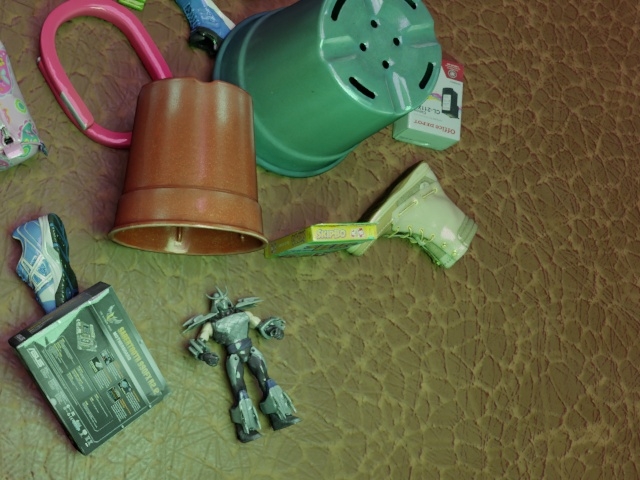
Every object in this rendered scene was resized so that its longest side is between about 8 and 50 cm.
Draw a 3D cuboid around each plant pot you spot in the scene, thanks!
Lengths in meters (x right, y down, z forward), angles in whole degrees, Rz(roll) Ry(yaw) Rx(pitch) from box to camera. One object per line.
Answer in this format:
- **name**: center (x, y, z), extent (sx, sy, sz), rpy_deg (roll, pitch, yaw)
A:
- **plant pot**: center (0.023, -0.312, 1.706), extent (0.341, 0.334, 0.341), rpy_deg (5, 80, -29)
- **plant pot**: center (-0.223, -0.126, 1.612), extent (0.273, 0.272, 0.265), rpy_deg (5, 78, -23)

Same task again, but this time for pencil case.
- **pencil case**: center (-0.571, -0.256, 1.577), extent (0.124, 0.124, 0.284), rpy_deg (-22, 87, -26)

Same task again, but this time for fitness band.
- **fitness band**: center (-0.389, -0.306, 1.708), extent (0.209, 0.054, 0.290), rpy_deg (-32, 93, -29)

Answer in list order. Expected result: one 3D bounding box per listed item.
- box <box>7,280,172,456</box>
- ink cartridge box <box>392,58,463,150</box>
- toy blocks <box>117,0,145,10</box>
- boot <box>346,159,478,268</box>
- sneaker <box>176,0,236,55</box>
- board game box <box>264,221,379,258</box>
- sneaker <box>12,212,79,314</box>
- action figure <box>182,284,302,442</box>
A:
- **box**: center (-0.380, 0.212, 1.555), extent (0.183, 0.056, 0.231), rpy_deg (-36, 114, -26)
- **ink cartridge box**: center (0.228, -0.292, 1.959), extent (0.128, 0.072, 0.175), rpy_deg (11, 74, -22)
- **toy blocks**: center (-0.295, -0.654, 1.705), extent (0.191, 0.261, 0.381), rpy_deg (18, 72, -19)
- **boot**: center (0.188, -0.011, 1.872), extent (0.203, 0.095, 0.262), rpy_deg (48, 61, -9)
- **sneaker**: center (-0.237, -0.421, 1.791), extent (0.152, 0.058, 0.084), rpy_deg (42, 57, -17)
- **board game box**: center (0.000, 0.000, 1.691), extent (0.124, 0.259, 0.039), rpy_deg (-2, 80, -24)
- **sneaker**: center (-0.467, 0.063, 1.588), extent (0.081, 0.080, 0.211), rpy_deg (-11, 86, 3)
- **action figure**: center (-0.137, 0.211, 1.679), extent (0.185, 0.099, 0.285), rpy_deg (-19, 84, -21)
